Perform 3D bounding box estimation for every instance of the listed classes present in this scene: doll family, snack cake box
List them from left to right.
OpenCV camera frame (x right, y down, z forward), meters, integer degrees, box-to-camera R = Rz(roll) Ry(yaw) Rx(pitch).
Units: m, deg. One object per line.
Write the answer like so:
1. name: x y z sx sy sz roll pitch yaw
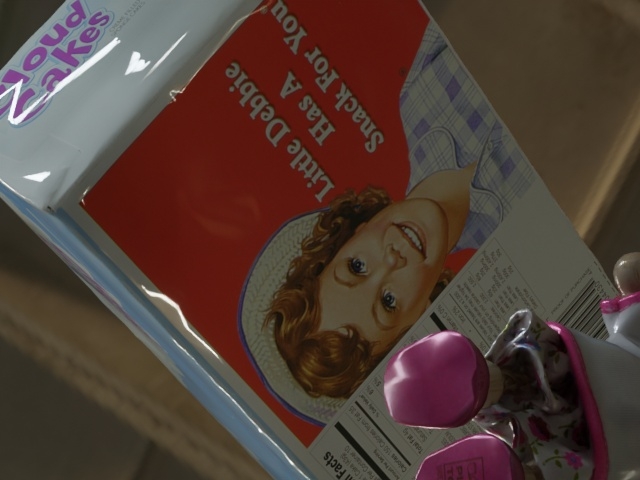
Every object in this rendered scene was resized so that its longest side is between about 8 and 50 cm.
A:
1. snack cake box: 0.000 0.000 0.720 0.089 0.152 0.264 30 -16 48
2. doll family: 0.091 0.140 0.505 0.118 0.163 0.263 -39 -123 40
